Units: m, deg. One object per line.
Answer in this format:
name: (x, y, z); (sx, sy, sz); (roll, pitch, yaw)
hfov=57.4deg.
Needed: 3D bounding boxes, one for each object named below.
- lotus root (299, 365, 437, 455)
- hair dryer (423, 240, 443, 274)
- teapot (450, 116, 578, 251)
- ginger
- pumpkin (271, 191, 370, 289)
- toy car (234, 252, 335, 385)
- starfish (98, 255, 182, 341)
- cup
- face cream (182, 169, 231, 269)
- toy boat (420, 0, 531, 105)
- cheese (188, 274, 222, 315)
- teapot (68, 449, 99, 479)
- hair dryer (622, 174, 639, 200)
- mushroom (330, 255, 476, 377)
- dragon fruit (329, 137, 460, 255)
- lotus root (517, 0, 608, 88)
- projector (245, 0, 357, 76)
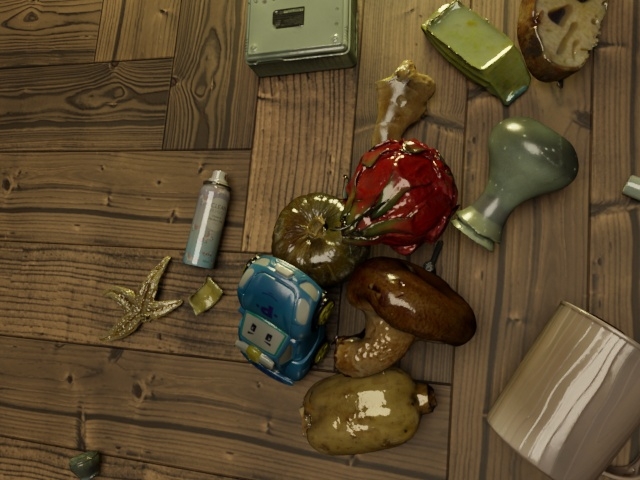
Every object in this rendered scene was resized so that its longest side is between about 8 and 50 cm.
lotus root: (0.089, 0.336, 1.160); (0.284, 0.146, 0.160); (-14, 92, 12)
hair dryer: (0.239, 0.036, 1.221); (0.026, 0.047, 0.083); (21, 73, 19)
teapot: (0.368, -0.108, 1.142); (0.183, 0.183, 0.251); (40, 104, 19)
ginger: (0.170, -0.240, 1.273); (0.131, 0.086, 0.295); (8, 92, -10)
pumpkin: (0.000, 0.000, 1.226); (0.218, 0.162, 0.219); (-4, 62, 8)
toy car: (-0.091, 0.169, 1.177); (0.198, 0.314, 0.166); (28, 55, 18)
starfish: (-0.451, 0.147, 1.412); (0.247, 0.050, 0.138); (-25, 72, 9)
cup: (0.471, 0.283, 1.042); (0.273, 0.288, 0.208); (-55, 35, 3)
face cream: (-0.261, -0.050, 1.372); (0.075, 0.075, 0.230); (10, 84, 19)
toy boat: (0.329, -0.412, 1.246); (0.111, 0.084, 0.276); (-41, 71, 5)
cheese: (-0.271, 0.131, 1.362); (0.084, 0.041, 0.060); (-43, 78, -10)
teapot: (-0.557, 0.533, 1.376); (0.088, 0.066, 0.057); (-14, 94, 37)
hair dryer: (0.624, -0.014, 1.109); (0.154, 0.044, 0.183); (28, 93, 22)
mushroom: (0.166, 0.142, 1.113); (0.267, 0.267, 0.255); (21, 122, 19)
dragon fruit: (0.142, -0.066, 1.126); (0.233, 0.234, 0.293); (32, 65, 20)
lotus root: (0.488, -0.451, 1.181); (0.170, 0.074, 0.261); (17, 86, -6)
projector: (-0.047, -0.501, 1.370); (0.256, 0.099, 0.192); (-1, 79, 17)
